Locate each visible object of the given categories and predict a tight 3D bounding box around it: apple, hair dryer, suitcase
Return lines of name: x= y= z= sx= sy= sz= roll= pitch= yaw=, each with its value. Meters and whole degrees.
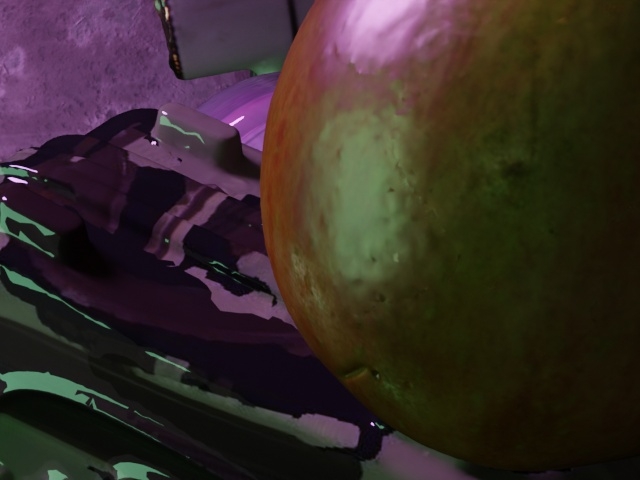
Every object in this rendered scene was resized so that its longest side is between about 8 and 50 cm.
apple: x=0.079 y=-0.031 z=0.515 sx=0.196 sy=0.196 sz=0.196 roll=178 pitch=90 yaw=-83
hair dryer: x=-0.009 y=-0.093 z=1.296 sx=0.128 sy=0.203 sz=0.362 roll=-136 pitch=34 yaw=-80
suitcase: x=-0.017 y=0.130 z=0.752 sx=0.194 sy=0.351 sz=0.339 roll=-39 pitch=-35 yaw=-45

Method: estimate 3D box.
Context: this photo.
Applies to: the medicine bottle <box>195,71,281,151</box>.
medicine bottle: x=0.000 y=0.000 z=1.053 sx=0.388 sy=0.219 sz=0.219 roll=-138 pitch=46 yaw=-80
